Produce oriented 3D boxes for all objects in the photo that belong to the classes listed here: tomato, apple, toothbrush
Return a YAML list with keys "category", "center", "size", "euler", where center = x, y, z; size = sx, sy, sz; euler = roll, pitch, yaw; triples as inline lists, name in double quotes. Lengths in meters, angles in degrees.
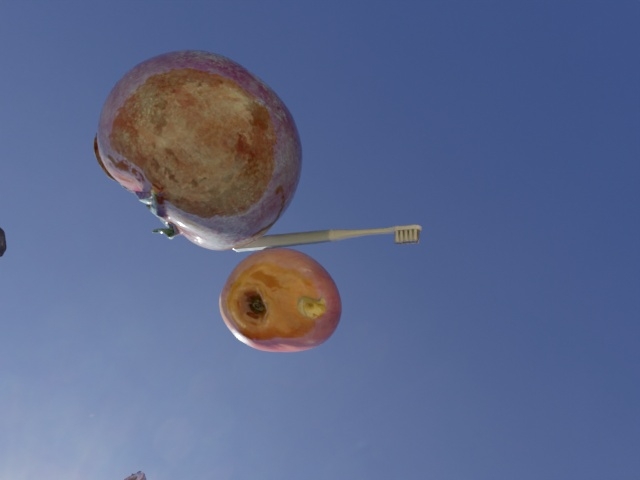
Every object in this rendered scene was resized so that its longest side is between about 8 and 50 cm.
- category: "tomato"
  center: [-0.182, -0.132, 0.907]
  size: [0.317, 0.316, 0.282]
  euler: [40, -98, 1]
- category: "apple"
  center: [-0.086, 0.135, 1.257]
  size: [0.242, 0.241, 0.241]
  euler: [-2, -93, 30]
- category: "toothbrush"
  center: [0.000, -0.002, 0.976]
  size: [0.343, 0.025, 0.030]
  euler: [-3, -110, 24]

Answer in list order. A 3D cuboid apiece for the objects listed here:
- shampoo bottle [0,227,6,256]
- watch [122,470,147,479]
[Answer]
- category: "shampoo bottle"
  center: [-0.874, 0.017, 1.269]
  size: [0.351, 0.125, 0.083]
  euler: [-5, -96, 6]
- category: "watch"
  center: [-0.466, 0.597, 1.236]
  size: [0.218, 0.248, 0.210]
  euler: [-32, -94, 15]
